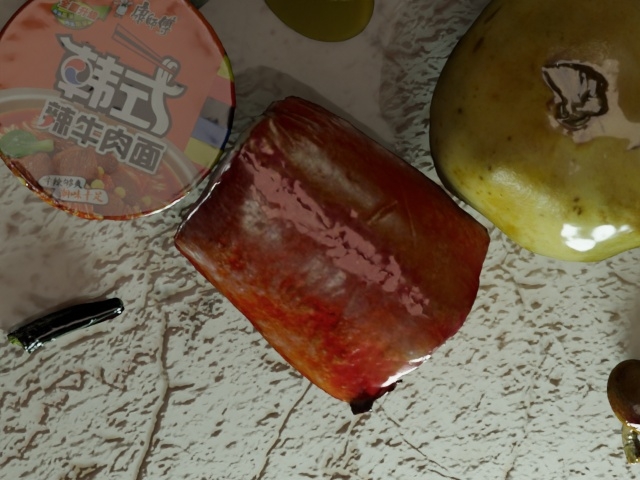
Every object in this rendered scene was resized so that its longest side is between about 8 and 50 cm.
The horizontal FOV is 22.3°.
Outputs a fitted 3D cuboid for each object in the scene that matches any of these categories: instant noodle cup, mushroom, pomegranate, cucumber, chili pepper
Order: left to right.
[{"bbox_3d":[-0.285,0.091,1.818,0.135,0.033,0.034,-24,71,-4],"label":"cucumber"},{"bbox_3d":[-0.218,-0.157,1.692,0.250,0.192,0.250,-1,102,-7],"label":"instant noodle cup"},{"bbox_3d":[0.000,0.000,1.741,0.305,0.229,0.251,40,130,-11],"label":"chili pepper"},{"bbox_3d":[0.277,-0.140,1.712,0.332,0.332,0.333,-2,102,-7],"label":"pomegranate"},{"bbox_3d":[0.382,0.205,1.911,0.088,0.073,0.130,-19,110,-38],"label":"mushroom"}]

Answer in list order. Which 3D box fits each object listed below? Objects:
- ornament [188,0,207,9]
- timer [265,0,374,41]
[{"bbox_3d":[-0.168,-0.319,1.726,0.156,0.075,0.081,44,96,-12],"label":"ornament"},{"bbox_3d":[-0.009,-0.397,1.622,0.376,0.387,0.376,13,67,-32],"label":"timer"}]
